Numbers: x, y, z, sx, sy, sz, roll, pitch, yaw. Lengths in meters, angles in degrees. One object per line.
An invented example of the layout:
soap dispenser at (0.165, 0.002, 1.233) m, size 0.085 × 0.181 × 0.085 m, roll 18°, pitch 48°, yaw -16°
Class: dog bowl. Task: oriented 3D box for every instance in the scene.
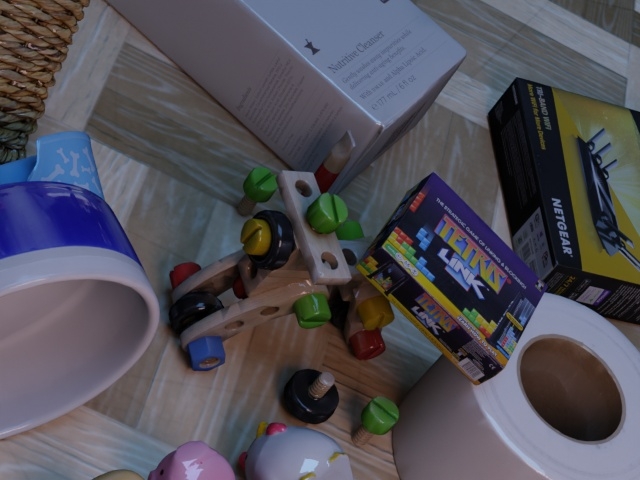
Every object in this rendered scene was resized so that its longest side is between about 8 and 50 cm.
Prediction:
dog bowl at (-0.280, 0.068, 1.380) m, size 0.265 × 0.265 × 0.104 m, roll -7°, pitch 57°, yaw -35°
dog bowl at (-0.333, -0.017, 1.502) m, size 0.297 × 0.166 × 0.074 m, roll -20°, pitch 78°, yaw -41°

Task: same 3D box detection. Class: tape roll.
tape roll at (0.219, 0.197, 1.648) m, size 0.246 × 0.169 × 0.246 m, roll 17°, pitch 47°, yaw -18°

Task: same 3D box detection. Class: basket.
basket at (-0.422, -0.237, 1.607) m, size 0.299 × 0.223 × 0.213 m, roll 14°, pitch 14°, yaw -47°

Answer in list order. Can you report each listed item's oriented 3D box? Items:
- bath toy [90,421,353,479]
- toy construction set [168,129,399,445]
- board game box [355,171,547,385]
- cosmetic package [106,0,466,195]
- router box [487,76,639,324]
bath toy at (-0.124, 0.252, 1.432) m, size 0.348 × 0.151 × 0.129 m, roll -21°, pitch 24°, yaw -40°
toy construction set at (0.000, 0.000, 1.628) m, size 0.257 × 0.237 × 0.309 m, roll 20°, pitch 46°, yaw -16°
board game box at (0.132, 0.036, 1.550) m, size 0.170 × 0.048 × 0.141 m, roll 44°, pitch 44°, yaw -8°
cosmetic package at (-0.045, -0.260, 1.876) m, size 0.385 × 0.156 × 0.217 m, roll 42°, pitch 46°, yaw 5°
router box at (0.354, -0.045, 1.994) m, size 0.243 × 0.081 × 0.309 m, roll 12°, pitch 49°, yaw -23°
